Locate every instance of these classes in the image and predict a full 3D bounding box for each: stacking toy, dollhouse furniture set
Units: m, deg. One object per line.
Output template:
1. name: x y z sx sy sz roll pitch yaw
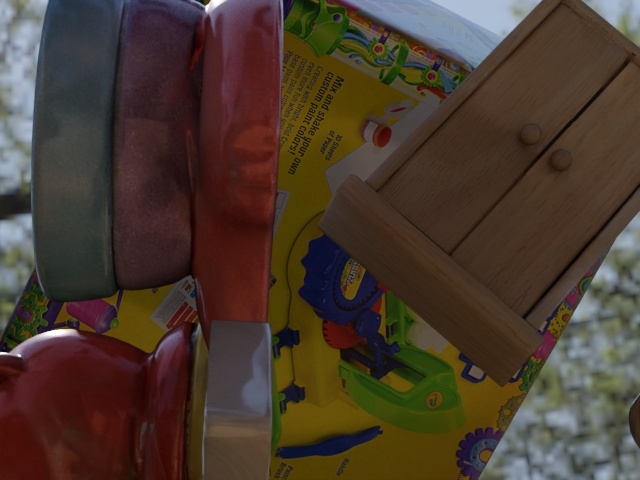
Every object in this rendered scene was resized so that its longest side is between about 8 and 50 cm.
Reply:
1. stacking toy: -0.087 0.064 0.754 0.130 0.279 0.309 3 -51 -2
2. dollhouse furniture set: 0.146 -0.085 0.756 0.303 0.174 0.355 41 -28 6

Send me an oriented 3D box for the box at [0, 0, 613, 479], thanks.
1. box: 0.000 0.000 1.104 0.279 0.177 0.290 28 -75 -3
